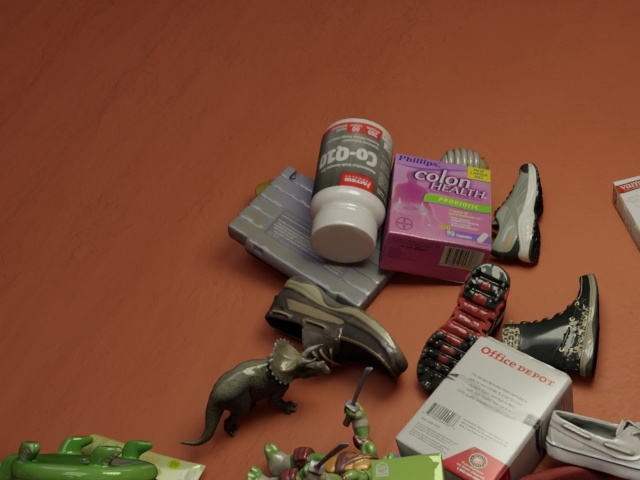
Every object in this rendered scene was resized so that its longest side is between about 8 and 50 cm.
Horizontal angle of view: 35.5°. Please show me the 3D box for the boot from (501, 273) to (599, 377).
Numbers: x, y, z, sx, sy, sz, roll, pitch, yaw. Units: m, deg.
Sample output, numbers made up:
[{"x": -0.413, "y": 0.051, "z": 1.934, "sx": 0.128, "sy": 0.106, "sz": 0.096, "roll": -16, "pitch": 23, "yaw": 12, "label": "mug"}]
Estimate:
[{"x": 0.444, "y": 0.157, "z": 1.925, "sx": 0.179, "sy": 0.085, "sz": 0.236, "roll": 0, "pitch": 47, "yaw": 19, "label": "boot"}]

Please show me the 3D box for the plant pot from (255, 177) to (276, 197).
[{"x": -0.110, "y": -0.100, "z": 2.341, "sx": 0.082, "sy": 0.081, "sz": 0.083, "roll": -21, "pitch": 39, "yaw": -5, "label": "plant pot"}]

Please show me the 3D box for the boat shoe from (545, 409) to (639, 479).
[{"x": 0.506, "y": 0.341, "z": 1.666, "sx": 0.258, "sy": 0.084, "sz": 0.095, "roll": 7, "pitch": 14, "yaw": 19, "label": "boat shoe"}]

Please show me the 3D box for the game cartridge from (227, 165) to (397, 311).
[{"x": 0.000, "y": 0.000, "z": 2.175, "sx": 0.355, "sy": 0.068, "sz": 0.230, "roll": 32, "pitch": 64, "yaw": 20, "label": "game cartridge"}]

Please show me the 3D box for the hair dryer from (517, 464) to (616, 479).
[{"x": 0.404, "y": 0.480, "z": 1.644, "sx": 0.224, "sy": 0.080, "sz": 0.293, "roll": 29, "pitch": 59, "yaw": 11, "label": "hair dryer"}]

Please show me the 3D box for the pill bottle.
[{"x": 0.064, "y": -0.106, "z": 2.118, "sx": 0.161, "sy": 0.161, "sz": 0.283, "roll": -2, "pitch": 53, "yaw": 14, "label": "pill bottle"}]

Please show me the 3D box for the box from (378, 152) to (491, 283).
[{"x": 0.245, "y": -0.047, "z": 2.114, "sx": 0.214, "sy": 0.117, "sz": 0.243, "roll": 11, "pitch": 46, "yaw": -1, "label": "box"}]

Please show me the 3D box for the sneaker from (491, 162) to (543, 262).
[{"x": 0.421, "y": -0.067, "z": 2.146, "sx": 0.108, "sy": 0.100, "sz": 0.271, "roll": -1, "pitch": 46, "yaw": 22, "label": "sneaker"}]

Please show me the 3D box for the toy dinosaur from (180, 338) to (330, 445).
[{"x": -0.138, "y": 0.281, "z": 1.910, "sx": 0.314, "sy": 0.160, "sz": 0.121, "roll": -21, "pitch": 44, "yaw": -6, "label": "toy dinosaur"}]

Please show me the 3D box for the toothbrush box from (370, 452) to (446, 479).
[{"x": 0.155, "y": 0.511, "z": 1.568, "sx": 0.122, "sy": 0.206, "sz": 0.283, "roll": -7, "pitch": 44, "yaw": 8, "label": "toothbrush box"}]

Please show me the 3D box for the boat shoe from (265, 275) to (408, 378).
[{"x": 0.026, "y": 0.198, "z": 1.989, "sx": 0.130, "sy": 0.132, "sz": 0.355, "roll": -47, "pitch": 43, "yaw": -16, "label": "boat shoe"}]

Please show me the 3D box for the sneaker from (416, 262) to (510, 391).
[{"x": 0.283, "y": 0.179, "z": 1.942, "sx": 0.098, "sy": 0.135, "sz": 0.276, "roll": 29, "pitch": 82, "yaw": 22, "label": "sneaker"}]

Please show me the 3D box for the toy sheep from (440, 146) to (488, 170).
[{"x": 0.319, "y": -0.170, "z": 2.284, "sx": 0.132, "sy": 0.091, "sz": 0.091, "roll": 4, "pitch": 45, "yaw": -6, "label": "toy sheep"}]

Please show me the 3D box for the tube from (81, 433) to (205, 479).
[{"x": -0.341, "y": 0.429, "z": 1.897, "sx": 0.240, "sy": 0.070, "sz": 0.062, "roll": 15, "pitch": 7, "yaw": 22, "label": "tube"}]

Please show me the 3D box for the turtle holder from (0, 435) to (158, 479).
[{"x": -0.450, "y": 0.466, "z": 1.755, "sx": 0.320, "sy": 0.243, "sz": 0.227, "roll": 3, "pitch": 83, "yaw": -9, "label": "turtle holder"}]

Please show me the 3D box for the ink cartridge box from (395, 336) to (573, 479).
[{"x": 0.296, "y": 0.328, "z": 1.775, "sx": 0.197, "sy": 0.114, "sz": 0.273, "roll": 25, "pitch": 58, "yaw": 35, "label": "ink cartridge box"}]

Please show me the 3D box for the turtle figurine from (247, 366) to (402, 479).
[{"x": 0.001, "y": 0.355, "z": 1.739, "sx": 0.266, "sy": 0.274, "sz": 0.197, "roll": -16, "pitch": 46, "yaw": 23, "label": "turtle figurine"}]

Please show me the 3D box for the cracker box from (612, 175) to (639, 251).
[{"x": 0.718, "y": -0.045, "z": 2.060, "sx": 0.156, "sy": 0.067, "sz": 0.232, "roll": -14, "pitch": 44, "yaw": 1, "label": "cracker box"}]
